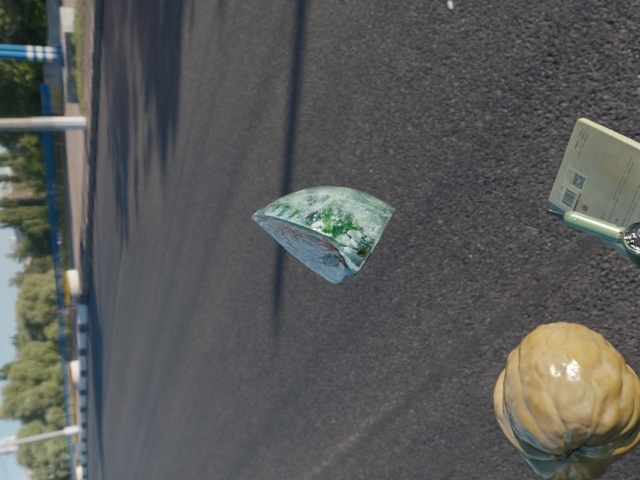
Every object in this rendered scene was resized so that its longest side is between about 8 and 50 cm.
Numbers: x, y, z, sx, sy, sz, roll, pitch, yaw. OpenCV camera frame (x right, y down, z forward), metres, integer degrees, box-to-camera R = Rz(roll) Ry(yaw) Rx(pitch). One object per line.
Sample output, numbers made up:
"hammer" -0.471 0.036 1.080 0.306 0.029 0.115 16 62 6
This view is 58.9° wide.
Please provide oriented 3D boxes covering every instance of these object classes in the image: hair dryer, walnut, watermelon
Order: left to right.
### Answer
"watermelon" 0.000 0.000 1.122 0.319 0.290 0.213 -76 -9 -63
"walnut" 0.483 0.308 1.108 0.285 0.285 0.296 45 160 54
"hair dryer" 0.345 -0.016 0.693 0.150 0.071 0.047 30 92 38

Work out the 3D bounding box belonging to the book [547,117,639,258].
"book" 0.579 -0.090 1.099 0.282 0.025 0.214 50 144 43
